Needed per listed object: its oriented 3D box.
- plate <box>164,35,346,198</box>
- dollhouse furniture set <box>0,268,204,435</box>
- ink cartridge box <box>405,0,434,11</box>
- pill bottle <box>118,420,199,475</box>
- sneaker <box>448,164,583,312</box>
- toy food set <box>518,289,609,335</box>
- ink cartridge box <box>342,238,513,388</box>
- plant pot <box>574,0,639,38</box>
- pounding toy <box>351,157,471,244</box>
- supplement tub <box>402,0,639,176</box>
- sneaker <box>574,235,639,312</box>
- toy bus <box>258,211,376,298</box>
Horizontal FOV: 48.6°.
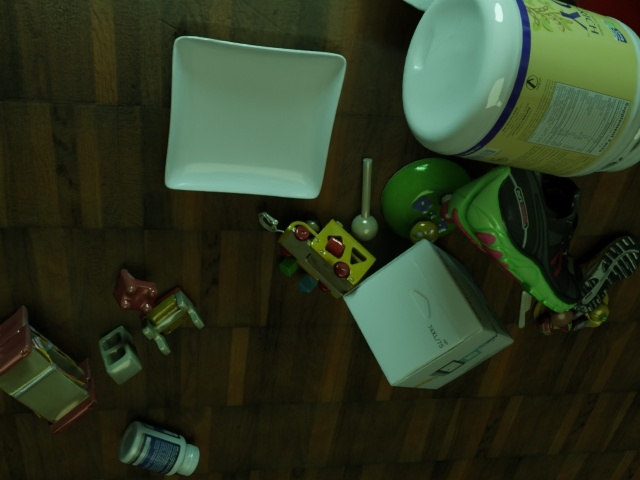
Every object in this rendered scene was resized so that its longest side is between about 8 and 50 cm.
[{"bbox_3d":[-0.116,-0.204,1.201,0.277,0.045,0.278,4,126,-12],"label":"plate"},{"bbox_3d":[-0.447,0.180,1.386,0.374,0.152,0.201,-37,126,-4],"label":"dollhouse furniture set"},{"bbox_3d":[0.151,-0.440,1.037,0.224,0.056,0.181,18,121,-6],"label":"ink cartridge box"},{"bbox_3d":[-0.369,0.486,1.636,0.169,0.094,0.094,28,117,-27],"label":"pill bottle"},{"bbox_3d":[0.415,-0.010,1.313,0.202,0.185,0.483,-47,144,7],"label":"sneaker"},{"bbox_3d":[0.556,0.170,1.592,0.217,0.071,0.128,-3,127,-8],"label":"toy food set"},{"bbox_3d":[0.213,0.152,1.366,0.197,0.198,0.270,-36,155,15],"label":"ink cartridge box"},{"bbox_3d":[0.559,-0.400,1.064,0.243,0.275,0.275,-44,123,10],"label":"plant pot"},{"bbox_3d":[0.187,-0.052,1.331,0.236,0.110,0.183,1,126,-12],"label":"pounding toy"},{"bbox_3d":[0.312,-0.222,1.027,0.331,0.241,0.241,6,125,-25],"label":"supplement tub"},{"bbox_3d":[0.593,0.062,1.520,0.208,0.094,0.081,-41,104,-6],"label":"sneaker"},{"bbox_3d":[0.007,0.010,1.345,0.104,0.191,0.202,-47,136,-30],"label":"toy bus"}]
